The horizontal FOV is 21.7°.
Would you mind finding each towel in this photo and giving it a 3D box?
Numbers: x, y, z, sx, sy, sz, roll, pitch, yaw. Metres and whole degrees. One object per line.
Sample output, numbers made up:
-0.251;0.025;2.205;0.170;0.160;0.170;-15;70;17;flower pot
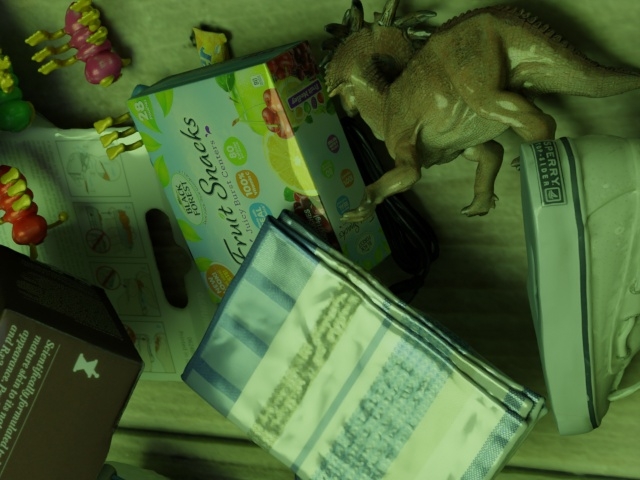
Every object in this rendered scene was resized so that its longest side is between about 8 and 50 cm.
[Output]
0.031;0.127;1.419;0.285;0.034;0.209;36;119;12;towel

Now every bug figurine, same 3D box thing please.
-0.248;-0.114;1.636;0.279;0.072;0.216;-25;84;29;bug figurine

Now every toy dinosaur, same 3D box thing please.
0.106;-0.129;1.317;0.296;0.127;0.200;-19;74;33;toy dinosaur

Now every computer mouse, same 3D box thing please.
0.000;0.000;1.549;0.262;0.060;0.184;-33;94;42;computer mouse

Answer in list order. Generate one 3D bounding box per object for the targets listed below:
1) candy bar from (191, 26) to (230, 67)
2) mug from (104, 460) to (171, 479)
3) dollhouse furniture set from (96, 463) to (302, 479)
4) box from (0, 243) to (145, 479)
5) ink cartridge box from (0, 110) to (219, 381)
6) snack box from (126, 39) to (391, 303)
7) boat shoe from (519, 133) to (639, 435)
-0.090;-0.125;1.569;0.040;0.018;0.161;13;125;37;candy bar
-0.205;0.407;1.797;0.328;0.374;0.276;41;103;24;mug
-0.073;0.232;1.610;0.198;0.303;0.286;29;145;9;dollhouse furniture set
-0.282;0.136;1.568;0.143;0.191;0.381;24;-178;-17;box
-0.278;-0.002;1.808;0.385;0.091;0.308;1;119;24;ink cartridge box
-0.055;-0.056;1.467;0.174;0.070;0.207;-8;109;40;snack box
0.241;0.034;1.285;0.156;0.136;0.367;-8;144;5;boat shoe
